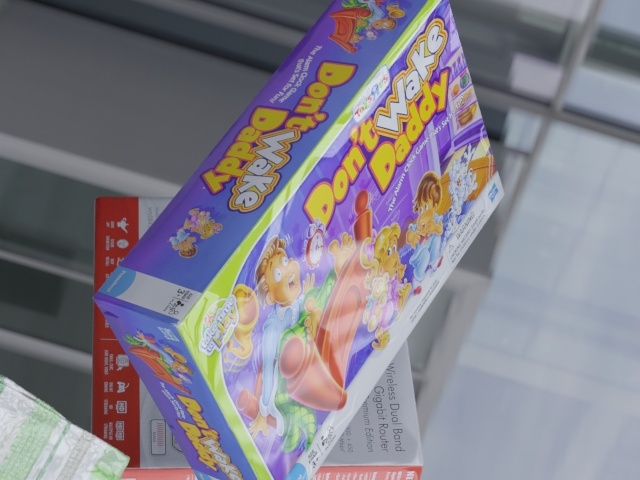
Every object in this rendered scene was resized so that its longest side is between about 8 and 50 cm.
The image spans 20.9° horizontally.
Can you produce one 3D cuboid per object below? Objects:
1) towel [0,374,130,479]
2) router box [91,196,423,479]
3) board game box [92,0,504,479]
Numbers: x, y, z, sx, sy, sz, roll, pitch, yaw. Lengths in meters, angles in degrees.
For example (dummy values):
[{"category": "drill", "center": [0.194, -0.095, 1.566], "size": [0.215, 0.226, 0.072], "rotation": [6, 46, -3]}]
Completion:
[{"category": "towel", "center": [-0.196, 0.159, 1.115], "size": [0.113, 0.023, 0.152], "rotation": [-60, 140, -11]}, {"category": "router box", "center": [-0.070, 0.104, 1.677], "size": [0.082, 0.301, 0.335], "rotation": [98, -11, -48]}, {"category": "board game box", "center": [0.000, 0.000, 1.289], "size": [0.347, 0.078, 0.233], "rotation": [-54, 142, -27]}]
